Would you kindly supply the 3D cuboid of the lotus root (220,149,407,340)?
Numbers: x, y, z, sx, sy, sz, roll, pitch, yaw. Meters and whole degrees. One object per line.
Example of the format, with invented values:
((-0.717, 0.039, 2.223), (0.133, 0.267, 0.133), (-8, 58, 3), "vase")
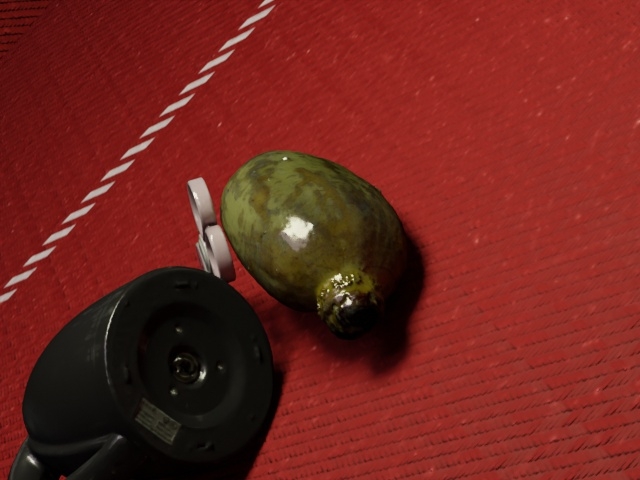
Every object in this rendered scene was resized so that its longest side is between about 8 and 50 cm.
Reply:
((0.000, 0.000, 1.926), (0.173, 0.173, 0.309), (-48, 31, 3), "lotus root")

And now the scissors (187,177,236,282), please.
((-0.118, 0.021, 2.051), (0.030, 0.242, 0.118), (-18, 70, -7), "scissors")

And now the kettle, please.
((-0.226, 0.183, 1.969), (0.290, 0.207, 0.268), (-23, 30, 47), "kettle")
